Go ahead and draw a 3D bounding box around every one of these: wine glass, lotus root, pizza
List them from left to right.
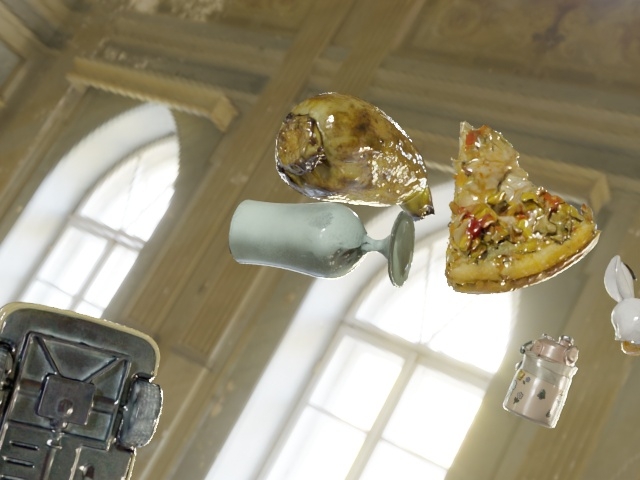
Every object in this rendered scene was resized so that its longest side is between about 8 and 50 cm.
[{"bbox_3d":[0.000,0.000,1.247,0.230,0.103,0.103,5,-24,22],"label":"wine glass"},{"bbox_3d":[0.041,-0.075,0.912,0.190,0.095,0.108,19,-34,-40],"label":"lotus root"},{"bbox_3d":[0.324,-0.049,1.526,0.251,0.288,0.074,5,-8,-7],"label":"pizza"}]

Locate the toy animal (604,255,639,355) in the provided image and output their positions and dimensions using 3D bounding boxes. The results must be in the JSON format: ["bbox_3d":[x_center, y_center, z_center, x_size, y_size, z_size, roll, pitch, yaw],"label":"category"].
[{"bbox_3d":[0.530,0.123,1.563,0.181,0.127,0.131,33,-2,37],"label":"toy animal"}]

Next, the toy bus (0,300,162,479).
[{"bbox_3d":[-0.284,0.247,0.907,0.176,0.366,0.202,19,-11,-21],"label":"toy bus"}]

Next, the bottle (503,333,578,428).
[{"bbox_3d":[0.366,0.222,1.560,0.098,0.152,0.099,21,-1,1],"label":"bottle"}]
